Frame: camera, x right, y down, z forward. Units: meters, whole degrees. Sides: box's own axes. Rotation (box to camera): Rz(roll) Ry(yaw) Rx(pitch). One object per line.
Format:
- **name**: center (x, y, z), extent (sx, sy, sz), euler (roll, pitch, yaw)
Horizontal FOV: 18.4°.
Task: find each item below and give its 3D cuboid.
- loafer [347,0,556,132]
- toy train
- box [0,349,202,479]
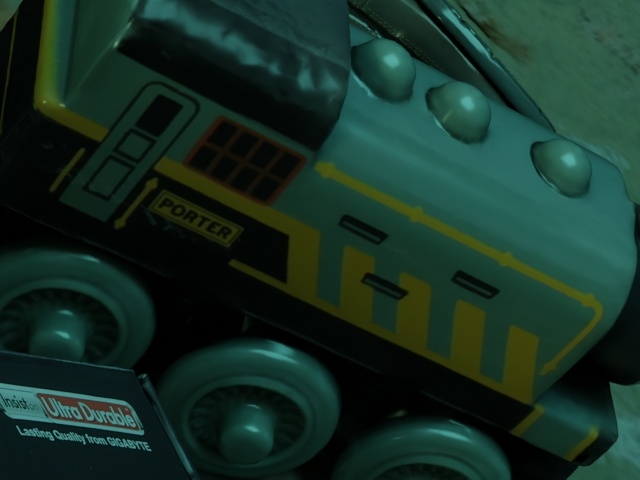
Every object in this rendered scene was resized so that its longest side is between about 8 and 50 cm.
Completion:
- **loafer**: center (0.014, -0.124, 1.068), extent (0.267, 0.084, 0.096), euler (47, 3, 0)
- **toy train**: center (0.000, 0.000, 0.796), extent (0.334, 0.190, 0.142), euler (26, 37, -22)
- **box**: center (-0.092, 0.158, 0.570), extent (0.295, 0.073, 0.293), euler (19, 37, -59)
